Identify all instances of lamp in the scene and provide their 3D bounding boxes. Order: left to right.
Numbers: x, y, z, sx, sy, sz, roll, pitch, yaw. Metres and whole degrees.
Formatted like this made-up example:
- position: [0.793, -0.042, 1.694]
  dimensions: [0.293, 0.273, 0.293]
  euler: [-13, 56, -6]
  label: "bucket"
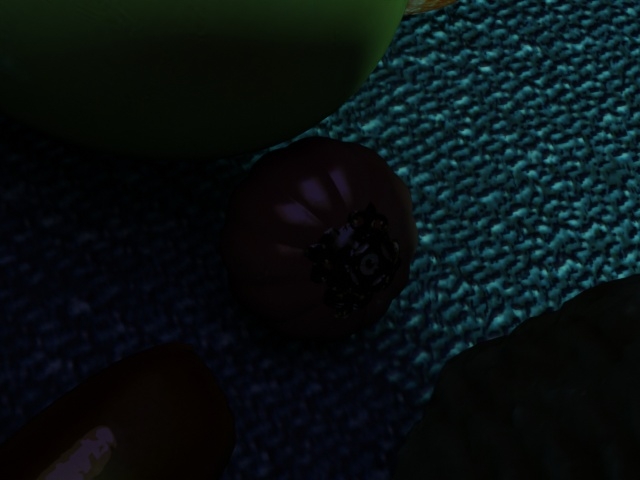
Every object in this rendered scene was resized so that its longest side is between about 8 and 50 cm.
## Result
- position: [0.000, 0.000, 0.592]
  dimensions: [0.107, 0.107, 0.092]
  euler: [-27, 28, -25]
  label: "lamp"

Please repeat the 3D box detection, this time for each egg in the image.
- position: [-0.111, -0.209, 0.576]
  dimensions: [0.374, 0.301, 0.301]
  euler: [43, 60, 16]
  label: "egg"

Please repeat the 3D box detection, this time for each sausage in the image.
- position: [-0.146, 0.153, 0.473]
  dimensions: [0.083, 0.089, 0.300]
  euler: [43, 60, 5]
  label: "sausage"

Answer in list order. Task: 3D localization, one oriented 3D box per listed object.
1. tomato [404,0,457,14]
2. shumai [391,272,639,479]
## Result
- position: [0.057, -0.198, 0.737]
  dimensions: [0.159, 0.091, 0.139]
  euler: [5, 43, 23]
  label: "tomato"
- position: [0.182, 0.168, 0.479]
  dimensions: [0.262, 0.314, 0.267]
  euler: [40, 89, -26]
  label: "shumai"
